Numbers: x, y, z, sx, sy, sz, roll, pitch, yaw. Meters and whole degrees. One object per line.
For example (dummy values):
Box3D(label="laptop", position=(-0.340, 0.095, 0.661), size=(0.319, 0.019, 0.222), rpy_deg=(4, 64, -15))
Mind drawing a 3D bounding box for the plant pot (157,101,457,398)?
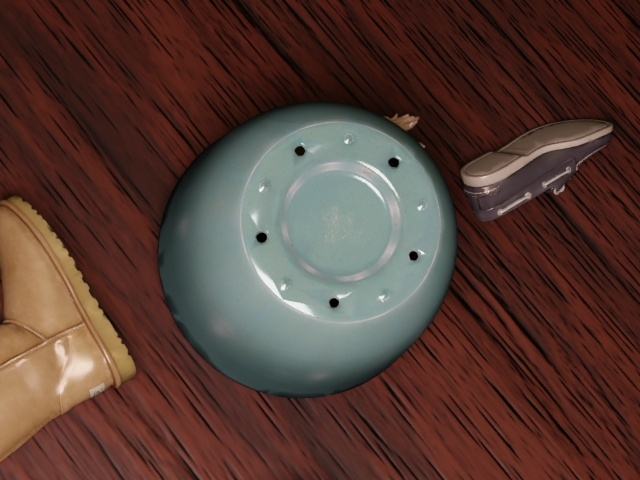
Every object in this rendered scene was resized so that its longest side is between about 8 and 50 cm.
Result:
Box3D(label="plant pot", position=(0.000, 0.000, 1.403), size=(0.293, 0.235, 0.293), rpy_deg=(1, 82, -10))

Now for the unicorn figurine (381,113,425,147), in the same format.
Box3D(label="unicorn figurine", position=(0.051, -0.071, 1.594), size=(0.111, 0.060, 0.162), rpy_deg=(11, 47, 9))

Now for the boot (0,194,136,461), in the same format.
Box3D(label="boot", position=(-0.344, 0.106, 1.404), size=(0.269, 0.089, 0.236), rpy_deg=(-30, 74, -22))

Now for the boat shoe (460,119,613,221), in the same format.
Box3D(label="boat shoe", position=(0.244, -0.081, 1.647), size=(0.206, 0.075, 0.065), rpy_deg=(-24, 115, -27))
